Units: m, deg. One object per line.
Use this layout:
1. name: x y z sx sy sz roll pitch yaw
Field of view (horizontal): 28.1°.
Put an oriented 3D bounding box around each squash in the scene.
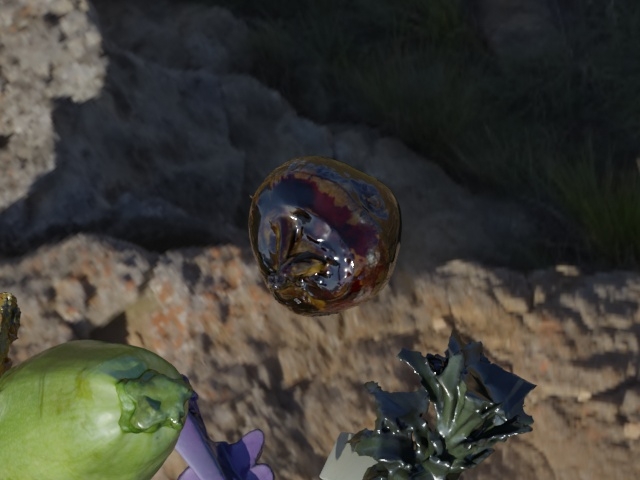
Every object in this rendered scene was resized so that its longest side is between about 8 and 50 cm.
1. squash: -0.159 0.123 0.777 0.118 0.370 0.118 8 67 -20

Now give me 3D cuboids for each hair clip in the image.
1. hair clip: -0.138 0.259 1.567 0.137 0.090 0.278 -36 74 -4

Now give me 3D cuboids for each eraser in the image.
1. eraser: 0.143 0.346 1.669 0.124 0.279 0.081 -1 58 60

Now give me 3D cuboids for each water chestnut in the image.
1. water chestnut: 0.000 0.000 1.749 0.223 0.224 0.238 31 32 22

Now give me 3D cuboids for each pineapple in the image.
1. pineapple: 0.050 0.172 0.786 0.125 0.125 0.251 32 114 22

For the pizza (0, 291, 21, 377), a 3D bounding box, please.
1. pizza: -0.500 0.147 1.828 0.197 0.058 0.292 -47 59 2
